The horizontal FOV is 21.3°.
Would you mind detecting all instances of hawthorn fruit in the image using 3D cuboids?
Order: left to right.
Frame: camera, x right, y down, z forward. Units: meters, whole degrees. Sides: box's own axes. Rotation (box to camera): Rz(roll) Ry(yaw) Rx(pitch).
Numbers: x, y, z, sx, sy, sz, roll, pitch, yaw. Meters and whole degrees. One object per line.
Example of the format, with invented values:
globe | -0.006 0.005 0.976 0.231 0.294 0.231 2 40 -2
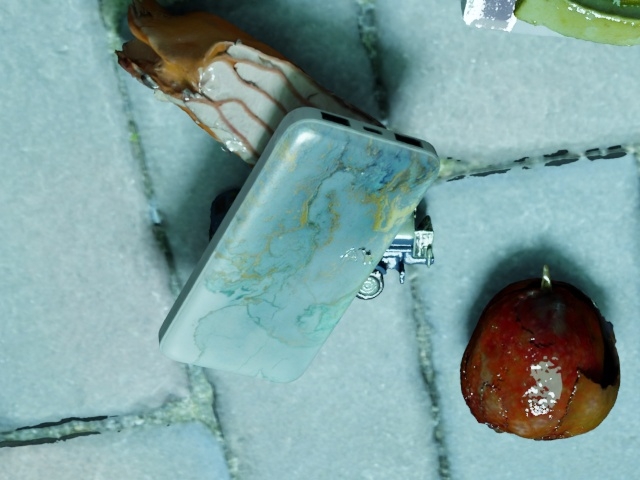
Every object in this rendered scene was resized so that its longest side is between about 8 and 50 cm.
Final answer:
hawthorn fruit | 0.202 0.100 1.556 0.148 0.148 0.172 0 107 -2

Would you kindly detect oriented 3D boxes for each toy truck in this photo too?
toy truck | 0.000 0.000 1.511 0.202 0.074 0.088 1 121 -3

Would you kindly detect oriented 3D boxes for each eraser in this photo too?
eraser | 0.171 -0.203 1.399 0.105 0.026 0.065 4 123 -5

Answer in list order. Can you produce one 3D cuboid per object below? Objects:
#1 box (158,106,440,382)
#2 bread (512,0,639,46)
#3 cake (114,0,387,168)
box | -0.022 0.011 1.433 0.142 0.044 0.285 15 128 -24
bread | 0.220 -0.216 1.343 0.156 0.117 0.064 12 160 -4
cake | -0.046 -0.103 1.399 0.287 0.135 0.098 32 91 -24
